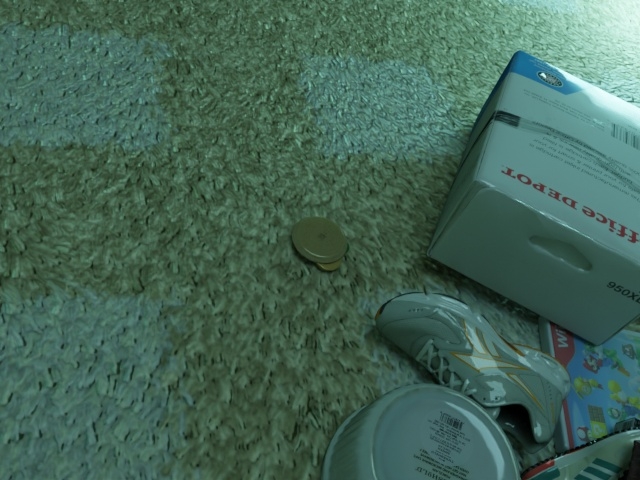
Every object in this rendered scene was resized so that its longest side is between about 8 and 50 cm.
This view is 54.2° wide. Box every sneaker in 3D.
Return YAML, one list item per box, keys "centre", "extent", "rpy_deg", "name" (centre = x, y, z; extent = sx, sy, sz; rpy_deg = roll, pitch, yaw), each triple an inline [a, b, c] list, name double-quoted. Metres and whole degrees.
- centre: [0.319, 0.273, 0.722]
  extent: [0.161, 0.057, 0.075]
  rpy_deg: [-26, 66, 9]
  name: "sneaker"
- centre: [0.181, 0.162, 0.765]
  extent: [0.262, 0.099, 0.121]
  rpy_deg: [26, 50, 3]
  name: "sneaker"

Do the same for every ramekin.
- centre: [0.111, 0.253, 0.667]
  extent: [0.207, 0.109, 0.207]
  rpy_deg: [9, 52, -12]
  name: "ramekin"

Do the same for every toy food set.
- centre: [0.000, 0.000, 0.875]
  extent: [0.083, 0.020, 0.083]
  rpy_deg: [26, 50, 2]
  name: "toy food set"

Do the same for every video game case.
- centre: [0.444, 0.217, 0.861]
  extent: [0.285, 0.025, 0.204]
  rpy_deg: [13, 52, -8]
  name: "video game case"

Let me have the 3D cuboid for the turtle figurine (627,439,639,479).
- centre: [0.362, 0.335, 0.576]
  extent: [0.266, 0.198, 0.275]
  rpy_deg: [-38, 69, 0]
  name: "turtle figurine"

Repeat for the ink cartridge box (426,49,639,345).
- centre: [0.358, -0.083, 0.950]
  extent: [0.285, 0.166, 0.395]
  rpy_deg: [28, 46, 3]
  name: "ink cartridge box"

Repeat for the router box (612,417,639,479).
- centre: [0.397, 0.322, 0.734]
  extent: [0.133, 0.046, 0.179]
  rpy_deg: [29, 62, 4]
  name: "router box"
